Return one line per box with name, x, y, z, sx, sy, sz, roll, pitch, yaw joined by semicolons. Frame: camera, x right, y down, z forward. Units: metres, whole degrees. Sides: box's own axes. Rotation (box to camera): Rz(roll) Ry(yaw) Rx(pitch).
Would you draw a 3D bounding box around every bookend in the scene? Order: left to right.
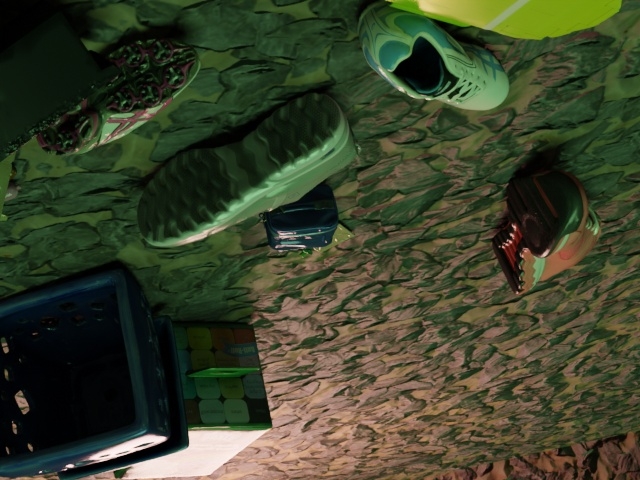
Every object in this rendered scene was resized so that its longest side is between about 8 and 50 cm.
bookend;-0.284;-0.166;0.927;0.156;0.072;0.157;-40;125;-10

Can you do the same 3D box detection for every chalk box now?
chalk box;-0.199;0.237;1.689;0.180;0.179;0.289;6;147;-33

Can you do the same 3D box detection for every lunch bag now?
lunch bag;-0.028;-0.031;1.353;0.098;0.067;0.065;-7;153;-11

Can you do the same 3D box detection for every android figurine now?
android figurine;0.150;-0.242;0.931;0.273;0.056;0.248;10;167;-15

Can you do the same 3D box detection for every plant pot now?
plant pot;-0.314;0.199;1.488;0.236;0.236;0.212;-17;156;11

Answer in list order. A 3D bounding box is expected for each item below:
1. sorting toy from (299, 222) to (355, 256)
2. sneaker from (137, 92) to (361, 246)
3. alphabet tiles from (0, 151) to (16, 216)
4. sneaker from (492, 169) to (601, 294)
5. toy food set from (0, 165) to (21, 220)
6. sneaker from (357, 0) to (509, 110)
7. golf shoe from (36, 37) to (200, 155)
sorting toy;0.000;0.000;1.492;0.083;0.012;0.062;-26;156;17
sneaker;-0.078;-0.058;1.232;0.281;0.105;0.115;-23;152;18
alphabet tiles;-0.415;-0.038;0.941;0.285;0.342;0.011;9;-170;-38
sneaker;0.334;-0.030;1.516;0.136;0.116;0.314;-20;162;-9
toy food set;-0.364;-0.066;1.181;0.078;0.019;0.122;-1;144;-25
sneaker;0.123;-0.172;1.124;0.085;0.086;0.237;-32;150;30
golf shoe;-0.191;-0.145;1.066;0.186;0.067;0.086;-25;179;22
